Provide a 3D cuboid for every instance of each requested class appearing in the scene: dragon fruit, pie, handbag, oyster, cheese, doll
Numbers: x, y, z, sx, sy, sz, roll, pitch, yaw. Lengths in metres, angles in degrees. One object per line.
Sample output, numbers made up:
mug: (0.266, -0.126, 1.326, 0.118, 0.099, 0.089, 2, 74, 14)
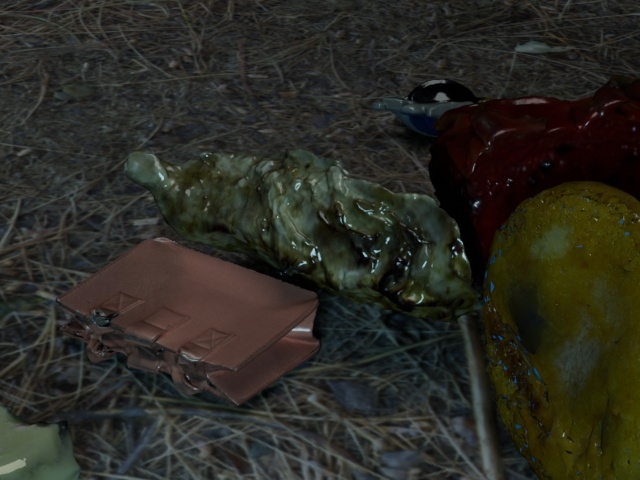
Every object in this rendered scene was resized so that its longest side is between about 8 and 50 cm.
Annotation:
dragon fruit: (0.259, -0.109, 1.481, 0.329, 0.228, 0.286, -24, 30, 2)
pie: (0.212, 0.086, 1.210, 0.069, 0.273, 0.273, 5, 26, -30)
handbag: (-0.120, 0.074, 1.404, 0.212, 0.059, 0.157, 18, 34, 29)
oyster: (0.001, 0.010, 1.437, 0.396, 0.204, 0.111, 18, 69, 37)
cheese: (-0.325, 0.187, 1.196, 0.249, 0.070, 0.163, -15, 33, -26)
doll: (0.157, -0.154, 1.786, 0.195, 0.070, 0.096, 4, 15, -9)
